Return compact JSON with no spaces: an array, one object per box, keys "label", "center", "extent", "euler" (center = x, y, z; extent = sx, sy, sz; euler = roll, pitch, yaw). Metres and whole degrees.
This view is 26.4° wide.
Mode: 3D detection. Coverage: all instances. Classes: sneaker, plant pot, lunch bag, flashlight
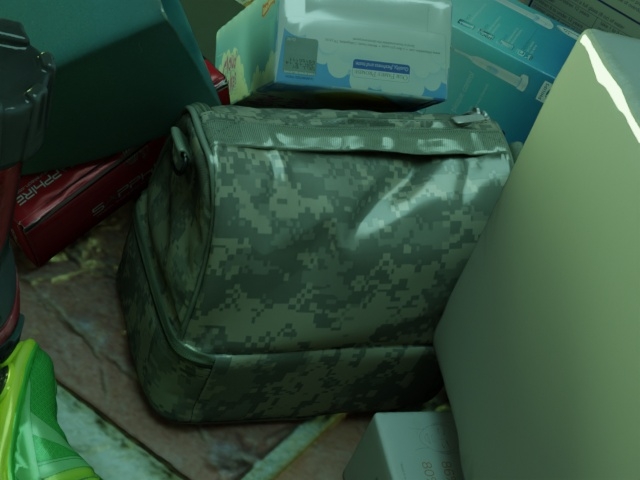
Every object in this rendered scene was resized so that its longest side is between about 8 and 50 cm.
[{"label":"sneaker","center":[-0.203,0.205,1.007],"extent":[0.124,0.109,0.295],"euler":[21,37,-37]},{"label":"plant pot","center":[-0.231,-0.157,1.122],"extent":[0.234,0.165,0.165],"euler":[-24,65,2]},{"label":"lunch bag","center":[0.000,0.000,1.159],"extent":[0.305,0.256,0.212],"euler":[1,48,-23]},{"label":"flashlight","center":[-0.260,-0.013,1.028],"extent":[0.103,0.304,0.103],"euler":[42,48,17]}]

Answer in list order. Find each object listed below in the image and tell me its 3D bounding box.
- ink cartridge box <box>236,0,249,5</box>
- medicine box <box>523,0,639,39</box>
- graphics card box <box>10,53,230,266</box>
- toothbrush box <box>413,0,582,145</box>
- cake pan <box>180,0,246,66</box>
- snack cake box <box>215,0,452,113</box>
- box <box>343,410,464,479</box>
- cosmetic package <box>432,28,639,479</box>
[{"label":"ink cartridge box","center":[-0.047,-0.379,1.554],"extent":[0.056,0.171,0.235],"euler":[45,25,-35]},{"label":"medicine box","center":[0.420,-0.327,1.620],"extent":[0.263,0.289,0.149],"euler":[34,45,10]},{"label":"graphics card box","center":[-0.285,-0.177,1.275],"extent":[0.233,0.094,0.371],"euler":[-39,69,-17]},{"label":"toothbrush box","center":[0.132,-0.205,1.466],"extent":[0.296,0.126,0.216],"euler":[29,26,4]},{"label":"cake pan","center":[-0.159,-0.178,1.409],"extent":[0.293,0.054,0.293],"euler":[12,45,-12]},{"label":"snack cake box","center":[0.002,-0.160,1.234],"extent":[0.152,0.264,0.089],"euler":[4,88,-15]},{"label":"box","center":[0.123,0.217,1.120],"extent":[0.171,0.091,0.130],"euler":[2,47,-20]},{"label":"cosmetic package","center":[0.339,0.099,0.979],"extent":[0.394,0.327,0.329],"euler":[8,40,-18]}]
